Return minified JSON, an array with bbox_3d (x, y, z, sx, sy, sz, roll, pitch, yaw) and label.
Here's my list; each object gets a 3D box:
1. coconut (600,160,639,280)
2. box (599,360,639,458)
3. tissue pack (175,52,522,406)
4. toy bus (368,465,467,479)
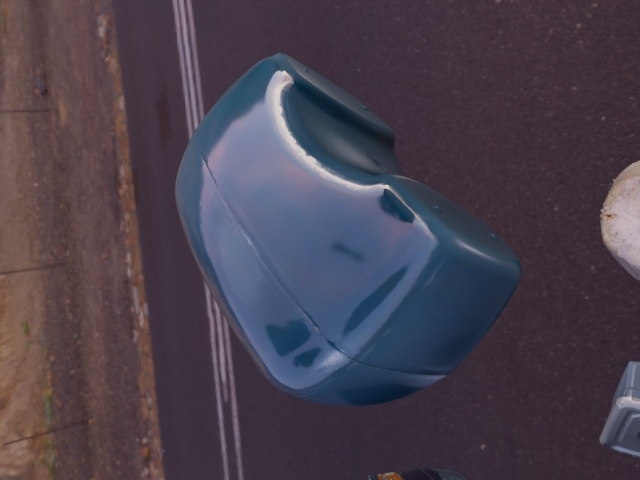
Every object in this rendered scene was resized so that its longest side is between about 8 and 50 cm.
[{"bbox_3d":[0.594,-0.034,0.960,0.227,0.231,0.227,13,105,63],"label":"coconut"},{"bbox_3d":[0.647,0.342,1.142,0.162,0.130,0.227,11,142,22],"label":"box"},{"bbox_3d":[0.000,0.000,0.501,0.206,0.198,0.287,-51,53,17],"label":"tissue pack"},{"bbox_3d":[0.193,0.578,1.039,0.162,0.194,0.323,104,158,-78],"label":"toy bus"}]
